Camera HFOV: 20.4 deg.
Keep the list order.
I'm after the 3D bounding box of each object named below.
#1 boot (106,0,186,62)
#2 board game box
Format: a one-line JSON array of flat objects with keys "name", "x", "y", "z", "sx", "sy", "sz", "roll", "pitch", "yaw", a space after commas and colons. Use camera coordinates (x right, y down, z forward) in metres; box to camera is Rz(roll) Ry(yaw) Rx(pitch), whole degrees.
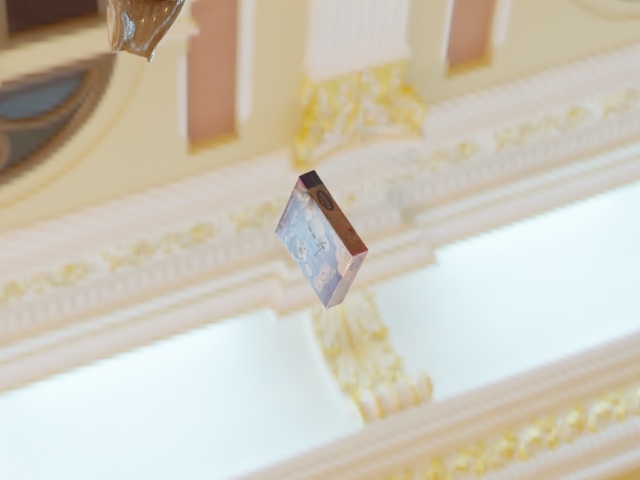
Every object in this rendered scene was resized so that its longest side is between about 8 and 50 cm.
[{"name": "boot", "x": -0.187, "y": -0.288, "z": 1.765, "sx": 0.112, "sy": 0.115, "sz": 0.305, "roll": 12, "pitch": -146, "yaw": -17}, {"name": "board game box", "x": 0.000, "y": 0.000, "z": 1.541, "sx": 0.020, "sy": 0.090, "sz": 0.090, "roll": -23, "pitch": -113, "yaw": -28}]
